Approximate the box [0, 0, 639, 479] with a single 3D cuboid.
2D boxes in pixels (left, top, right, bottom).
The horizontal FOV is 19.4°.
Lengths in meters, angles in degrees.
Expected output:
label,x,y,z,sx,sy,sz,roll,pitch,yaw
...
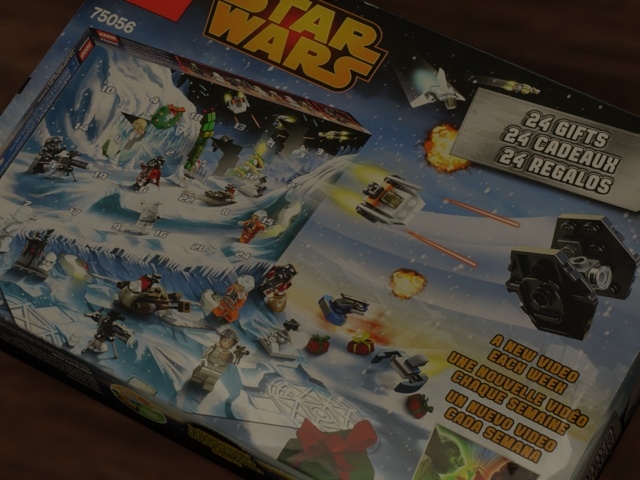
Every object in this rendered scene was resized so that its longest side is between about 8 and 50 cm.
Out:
label,x,y,z,sx,sy,sz,roll,pitch,yaw
box,0.000,0.000,0.363,0.137,0.027,0.094,26,69,20
